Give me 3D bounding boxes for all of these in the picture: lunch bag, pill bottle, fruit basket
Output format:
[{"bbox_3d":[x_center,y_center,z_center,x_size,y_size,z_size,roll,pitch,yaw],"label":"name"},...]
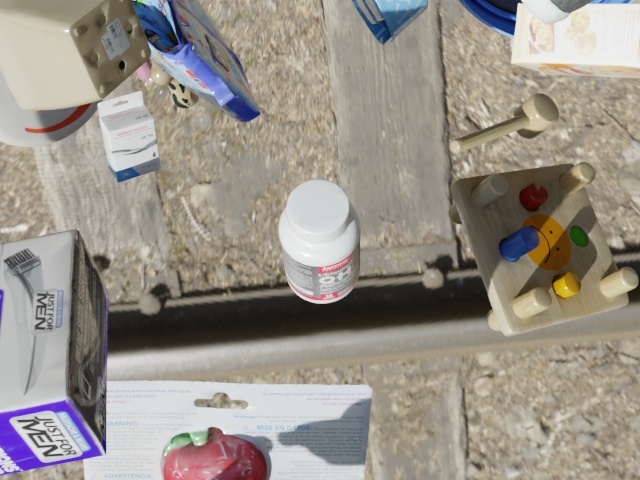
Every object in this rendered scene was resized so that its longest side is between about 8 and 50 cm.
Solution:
[{"bbox_3d":[-0.229,-0.323,1.523,0.138,0.293,0.221,-40,145,6],"label":"lunch bag"},{"bbox_3d":[0.000,0.000,1.928,0.176,0.176,0.319,-5,153,0],"label":"pill bottle"},{"bbox_3d":[-0.113,0.309,1.056,0.326,0.165,0.353,1,110,-4],"label":"fruit basket"}]

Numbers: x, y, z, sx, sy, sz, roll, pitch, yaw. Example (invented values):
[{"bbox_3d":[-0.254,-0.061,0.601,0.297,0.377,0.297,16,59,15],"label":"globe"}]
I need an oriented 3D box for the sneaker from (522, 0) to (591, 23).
[{"bbox_3d":[0.158,-0.273,0.608,0.121,0.079,0.217,-28,93,39],"label":"sneaker"}]

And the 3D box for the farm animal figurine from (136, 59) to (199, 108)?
[{"bbox_3d":[-0.372,-0.402,1.771,0.330,0.172,0.327,24,145,-12],"label":"farm animal figurine"}]

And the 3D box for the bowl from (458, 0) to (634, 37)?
[{"bbox_3d":[0.377,-0.527,1.450,0.390,0.077,0.391,-1,115,-2],"label":"bowl"}]

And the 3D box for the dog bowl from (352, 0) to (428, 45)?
[{"bbox_3d":[0.089,-0.387,1.336,0.074,0.297,0.166,-31,100,5],"label":"dog bowl"}]

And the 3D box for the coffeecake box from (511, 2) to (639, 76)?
[{"bbox_3d":[0.324,-0.216,0.971,0.185,0.142,0.068,9,98,32],"label":"coffeecake box"}]

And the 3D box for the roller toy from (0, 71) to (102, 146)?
[{"bbox_3d":[-0.377,-0.225,1.104,0.209,0.146,0.191,-35,142,-25],"label":"roller toy"}]

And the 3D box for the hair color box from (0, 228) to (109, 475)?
[{"bbox_3d":[-0.363,0.118,0.772,0.338,0.185,0.110,-12,139,1],"label":"hair color box"}]

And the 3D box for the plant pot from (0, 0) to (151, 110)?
[{"bbox_3d":[-0.215,-0.179,0.776,0.096,0.109,0.109,17,141,31],"label":"plant pot"}]

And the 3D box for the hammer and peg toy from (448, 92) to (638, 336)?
[{"bbox_3d":[0.324,-0.041,1.405,0.265,0.127,0.362,-10,74,-28],"label":"hammer and peg toy"}]

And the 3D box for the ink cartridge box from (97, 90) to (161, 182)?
[{"bbox_3d":[-0.190,-0.103,0.883,0.048,0.028,0.083,-21,140,-20],"label":"ink cartridge box"}]
